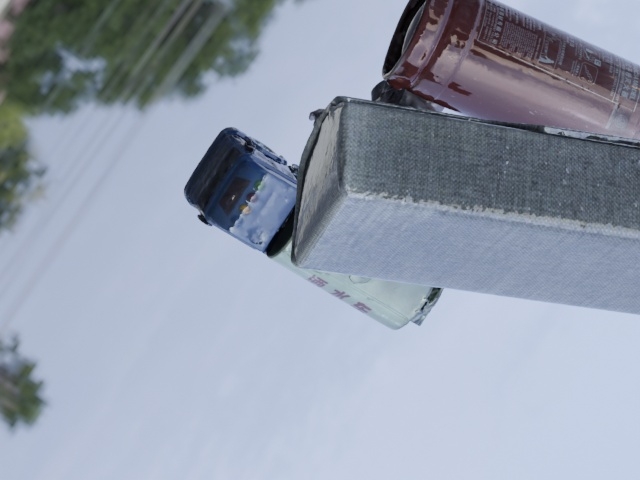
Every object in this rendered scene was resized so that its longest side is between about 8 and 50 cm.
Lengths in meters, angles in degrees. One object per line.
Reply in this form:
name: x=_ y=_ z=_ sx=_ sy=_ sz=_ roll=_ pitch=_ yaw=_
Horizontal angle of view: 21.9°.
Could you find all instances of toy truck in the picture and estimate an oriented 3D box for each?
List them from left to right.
toy truck: x=0.000 y=0.000 z=1.201 sx=0.074 sy=0.201 sz=0.088 roll=-55 pitch=-155 yaw=9

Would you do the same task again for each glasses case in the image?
glasses case: x=0.097 y=-0.008 z=0.571 sx=0.071 sy=0.205 sz=0.047 roll=126 pitch=-30 yaw=-65

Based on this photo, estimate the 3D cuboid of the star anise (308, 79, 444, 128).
star anise: x=0.046 y=-0.073 z=1.473 sx=0.257 sy=0.110 sz=0.198 roll=-86 pitch=-162 yaw=-51

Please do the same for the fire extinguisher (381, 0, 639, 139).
fire extinguisher: x=0.186 y=-0.110 z=1.289 sx=0.105 sy=0.269 sz=0.105 roll=-157 pitch=-90 yaw=-80
